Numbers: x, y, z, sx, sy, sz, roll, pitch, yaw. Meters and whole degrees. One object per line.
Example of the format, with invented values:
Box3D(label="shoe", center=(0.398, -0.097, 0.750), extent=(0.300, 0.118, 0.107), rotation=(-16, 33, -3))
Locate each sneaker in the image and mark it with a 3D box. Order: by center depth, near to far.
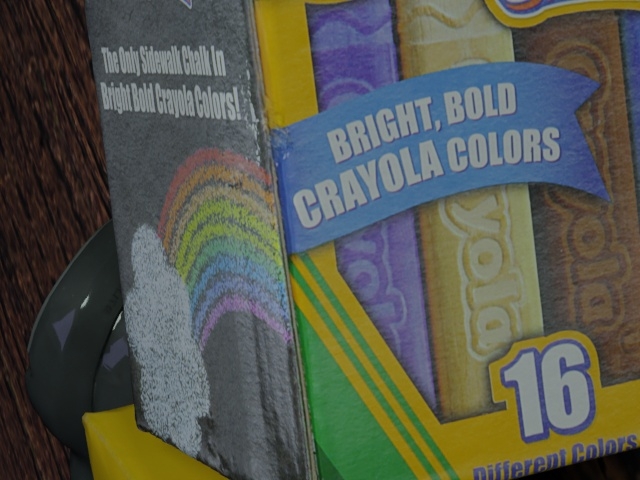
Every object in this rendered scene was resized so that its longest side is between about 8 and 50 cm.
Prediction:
Box3D(label="sneaker", center=(-0.042, 0.100, 0.753), extent=(0.106, 0.101, 0.267), rotation=(26, 152, 18))

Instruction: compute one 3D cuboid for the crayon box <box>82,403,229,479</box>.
Box3D(label="crayon box", center=(0.046, 0.258, 0.566), extent=(0.313, 0.106, 0.362), rotation=(-140, 39, -57))

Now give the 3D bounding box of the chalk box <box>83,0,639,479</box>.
Box3D(label="chalk box", center=(0.019, -0.053, 0.515), extent=(0.132, 0.132, 0.213), rotation=(-166, 68, -66))
